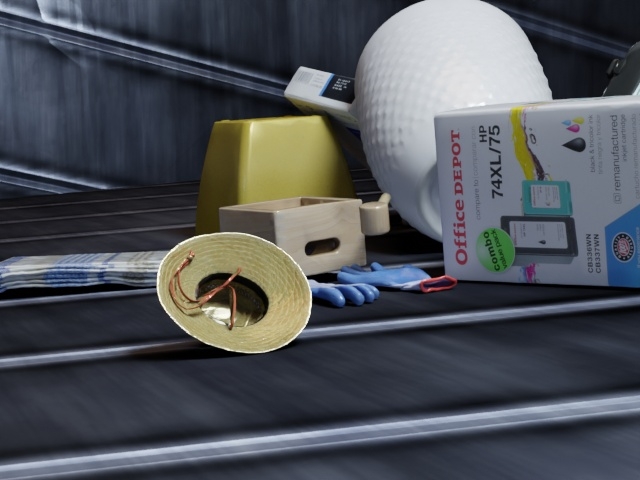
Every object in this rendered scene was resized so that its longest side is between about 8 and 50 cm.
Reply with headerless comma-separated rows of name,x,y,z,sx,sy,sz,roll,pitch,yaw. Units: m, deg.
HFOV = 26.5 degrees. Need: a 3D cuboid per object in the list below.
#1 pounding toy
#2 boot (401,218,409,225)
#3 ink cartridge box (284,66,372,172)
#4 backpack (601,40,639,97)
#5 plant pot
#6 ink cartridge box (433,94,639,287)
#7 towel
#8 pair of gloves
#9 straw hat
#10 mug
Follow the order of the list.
pounding toy,0.011,-0.001,1.621,0.181,0.094,0.206,-9,9,-34
boot,0.168,-0.038,2.123,0.087,0.042,0.118,-8,3,26
ink cartridge box,0.101,-0.160,2.206,0.165,0.065,0.333,19,-15,46
backpack,0.474,-0.116,1.685,0.254,0.225,0.191,30,-4,-17
plant pot,-0.074,-0.101,2.145,0.212,0.187,0.212,-7,7,-24
ink cartridge box,0.295,-0.060,1.524,0.270,0.198,0.197,0,8,40
towel,-0.273,0.037,1.736,0.285,0.034,0.209,-2,4,-4
pair of gloves,0.042,0.047,1.508,0.198,0.023,0.159,-7,7,-32
straw hat,-0.085,0.062,1.256,0.145,0.144,0.061,-7,-35,-24
mug,0.237,-0.129,1.907,0.374,0.276,0.328,25,28,-19
